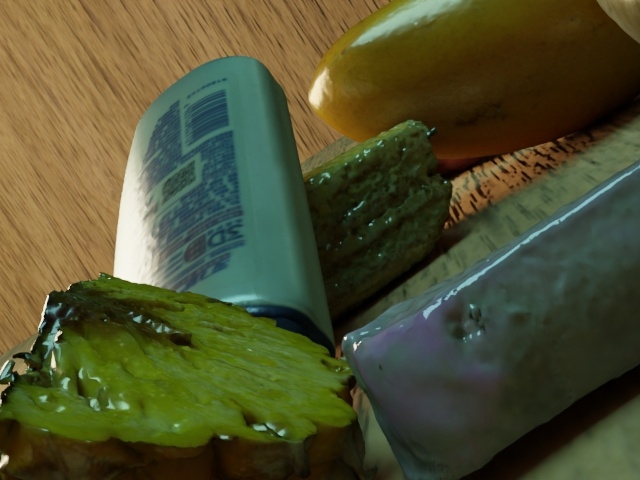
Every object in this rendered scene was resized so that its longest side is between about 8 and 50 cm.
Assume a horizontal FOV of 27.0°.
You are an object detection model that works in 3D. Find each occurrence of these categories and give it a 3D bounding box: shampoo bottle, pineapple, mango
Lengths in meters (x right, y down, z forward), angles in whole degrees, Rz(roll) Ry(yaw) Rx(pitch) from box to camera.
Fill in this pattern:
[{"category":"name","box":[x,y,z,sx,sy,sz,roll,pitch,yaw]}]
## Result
[{"category":"shampoo bottle","box":[-0.068,0.008,0.805,0.134,0.078,0.359,-32,30,12]},{"category":"pineapple","box":[-0.056,0.109,0.543,0.140,0.164,0.250,9,1,-4]},{"category":"mango","box":[0.121,-0.136,1.046,0.257,0.138,0.187,-18,-11,13]}]

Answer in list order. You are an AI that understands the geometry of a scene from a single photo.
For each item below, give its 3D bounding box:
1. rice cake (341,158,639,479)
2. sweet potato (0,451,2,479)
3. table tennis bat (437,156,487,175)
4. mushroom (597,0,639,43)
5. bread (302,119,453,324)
[{"category":"rice cake","box":[0.186,-0.041,0.491,0.399,0.070,0.064,-34,0,-1]},{"category":"sweet potato","box":[-0.198,0.151,0.966,0.285,0.085,0.112,-55,-13,-46]},{"category":"table tennis bat","box":[0.087,-0.072,1.356,0.268,0.051,0.415,-36,4,-23]},{"category":"mushroom","box":[0.242,-0.193,0.778,0.195,0.188,0.254,11,0,-34]},{"category":"bread","box":[0.000,0.000,0.976,0.196,0.102,0.138,-32,8,-19]}]
